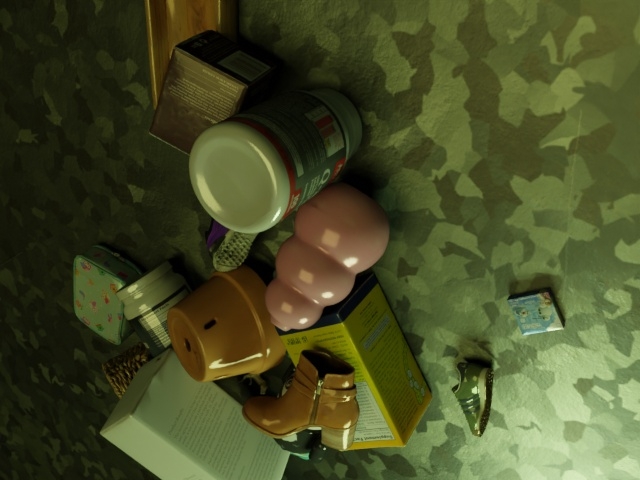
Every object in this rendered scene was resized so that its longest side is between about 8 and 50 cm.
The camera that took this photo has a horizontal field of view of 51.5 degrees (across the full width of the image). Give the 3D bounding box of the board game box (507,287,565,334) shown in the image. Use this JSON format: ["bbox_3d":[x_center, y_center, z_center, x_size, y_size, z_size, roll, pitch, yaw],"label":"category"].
[{"bbox_3d":[0.449,0.149,1.382,0.090,0.020,0.090,-18,106,37],"label":"board game box"}]

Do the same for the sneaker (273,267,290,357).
[{"bbox_3d":[-0.081,0.195,1.675,0.122,0.110,0.283,-3,113,36],"label":"sneaker"}]

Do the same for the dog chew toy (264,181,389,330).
[{"bbox_3d":[0.001,0.044,1.413,0.206,0.206,0.332,32,88,13],"label":"dog chew toy"}]

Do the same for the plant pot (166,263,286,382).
[{"bbox_3d":[-0.251,0.223,1.672,0.291,0.203,0.291,31,131,43],"label":"plant pot"}]

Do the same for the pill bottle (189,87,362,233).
[{"bbox_3d":[-0.069,-0.175,1.300,0.210,0.363,0.210,14,121,25],"label":"pill bottle"}]

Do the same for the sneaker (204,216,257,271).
[{"bbox_3d":[-0.195,-0.072,1.602,0.293,0.102,0.146,-49,53,24],"label":"sneaker"}]

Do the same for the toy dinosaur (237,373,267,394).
[{"bbox_3d":[-0.203,0.349,1.880,0.092,0.053,0.183,-15,102,18],"label":"toy dinosaur"}]

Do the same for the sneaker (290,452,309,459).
[{"bbox_3d":[-0.139,0.566,1.919,0.275,0.107,0.110,12,129,26],"label":"sneaker"}]

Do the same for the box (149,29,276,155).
[{"bbox_3d":[-0.221,-0.292,1.369,0.167,0.168,0.203,28,123,2],"label":"box"}]

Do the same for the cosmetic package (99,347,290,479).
[{"bbox_3d":[-0.311,0.523,1.732,0.453,0.230,0.161,44,126,-16],"label":"cosmetic package"}]

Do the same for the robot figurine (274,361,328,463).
[{"bbox_3d":[-0.041,0.447,1.730,0.209,0.173,0.278,34,138,9],"label":"robot figurine"}]

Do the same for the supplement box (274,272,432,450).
[{"bbox_3d":[0.085,0.290,1.568,0.194,0.195,0.357,-17,105,37],"label":"supplement box"}]

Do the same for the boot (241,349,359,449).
[{"bbox_3d":[-0.049,0.343,1.480,0.283,0.109,0.220,14,122,23],"label":"boot"}]

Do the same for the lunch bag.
[{"bbox_3d":[-0.639,0.155,1.992,0.224,0.108,0.279,30,126,18],"label":"lunch bag"}]

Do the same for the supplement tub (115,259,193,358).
[{"bbox_3d":[-0.420,0.212,1.834,0.191,0.191,0.272,-25,100,38],"label":"supplement tub"}]

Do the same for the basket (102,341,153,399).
[{"bbox_3d":[-0.458,0.437,1.916,0.299,0.223,0.213,66,160,-12],"label":"basket"}]

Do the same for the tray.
[{"bbox_3d":[-0.281,-0.475,1.455,0.202,0.076,0.411,17,123,23],"label":"tray"}]

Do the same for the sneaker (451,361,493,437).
[{"bbox_3d":[0.347,0.361,1.537,0.086,0.064,0.192,17,123,32],"label":"sneaker"}]
